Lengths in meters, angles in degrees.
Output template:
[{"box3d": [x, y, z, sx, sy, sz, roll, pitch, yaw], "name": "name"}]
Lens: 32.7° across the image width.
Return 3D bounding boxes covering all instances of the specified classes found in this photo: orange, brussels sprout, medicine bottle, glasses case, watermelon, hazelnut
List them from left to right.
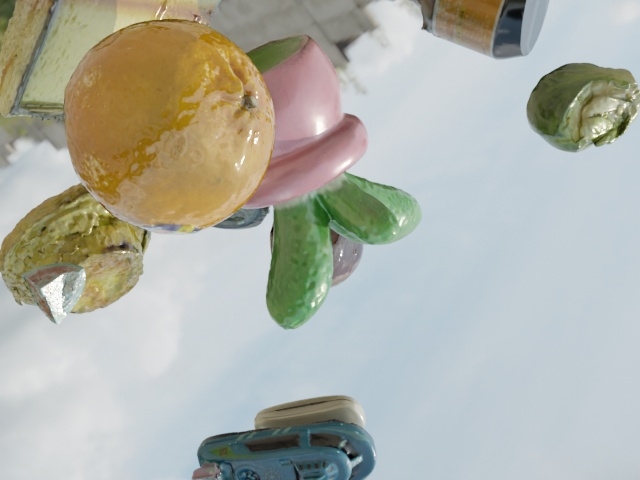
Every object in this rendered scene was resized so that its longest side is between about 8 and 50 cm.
[{"box3d": [-0.347, 0.059, 1.423, 0.085, 0.085, 0.061, -36, 177, 9], "name": "watermelon"}, {"box3d": [-0.148, -0.115, 1.095, 0.219, 0.219, 0.193, -51, -165, -30], "name": "orange"}, {"box3d": [-0.020, 0.315, 1.892, 0.204, 0.081, 0.051, -12, -146, 21], "name": "glasses case"}, {"box3d": [0.000, 0.000, 1.924, 0.178, 0.178, 0.204, -21, -159, 41], "name": "hazelnut"}, {"box3d": [0.240, -0.508, 2.113, 0.394, 0.243, 0.242, 19, -133, 16], "name": "medicine bottle"}, {"box3d": [0.427, -0.223, 1.794, 0.183, 0.131, 0.145, -28, -155, -15], "name": "brussels sprout"}]

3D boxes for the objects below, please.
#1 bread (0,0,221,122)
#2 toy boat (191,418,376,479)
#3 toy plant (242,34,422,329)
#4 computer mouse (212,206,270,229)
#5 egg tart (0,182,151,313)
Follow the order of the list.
[{"box3d": [-0.253, -0.324, 1.546, 0.242, 0.404, 0.346, 25, -77, 52], "name": "bread"}, {"box3d": [-0.056, 0.382, 1.799, 0.298, 0.134, 0.092, -9, -154, 9], "name": "toy boat"}, {"box3d": [-0.006, -0.100, 1.481, 0.210, 0.356, 0.317, -11, -156, 48], "name": "toy plant"}, {"box3d": [-0.257, -0.146, 2.101, 0.114, 0.373, 0.203, -63, 175, -53], "name": "computer mouse"}, {"box3d": [-0.385, 0.029, 1.788, 0.294, 0.294, 0.123, -39, -118, 1], "name": "egg tart"}]
